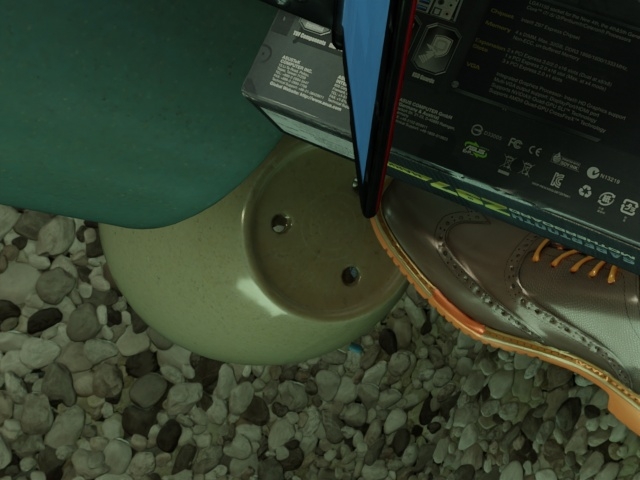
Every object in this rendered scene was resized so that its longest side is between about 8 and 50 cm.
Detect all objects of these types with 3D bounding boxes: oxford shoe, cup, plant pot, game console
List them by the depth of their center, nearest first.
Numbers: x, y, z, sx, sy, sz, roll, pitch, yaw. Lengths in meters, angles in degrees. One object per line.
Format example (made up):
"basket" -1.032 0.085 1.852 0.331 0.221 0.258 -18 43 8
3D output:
"game console" -0.017 -0.091 0.323 0.124 0.085 0.144 24 156 9
"plant pot" -0.188 -0.164 0.496 0.341 0.341 0.334 21 -179 44
"oxford shoe" 0.204 0.029 0.795 0.364 0.130 0.132 31 145 14
"cup" -0.027 -0.022 0.984 0.331 0.331 0.237 27 176 -22

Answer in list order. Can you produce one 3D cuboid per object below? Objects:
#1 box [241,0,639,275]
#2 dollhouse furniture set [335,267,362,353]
"box" 0.110 -0.092 0.406 0.233 0.183 0.059 23 175 19
"dollhouse furniture set" 0.000 0.000 1.287 0.198 0.303 0.286 25 175 -8
